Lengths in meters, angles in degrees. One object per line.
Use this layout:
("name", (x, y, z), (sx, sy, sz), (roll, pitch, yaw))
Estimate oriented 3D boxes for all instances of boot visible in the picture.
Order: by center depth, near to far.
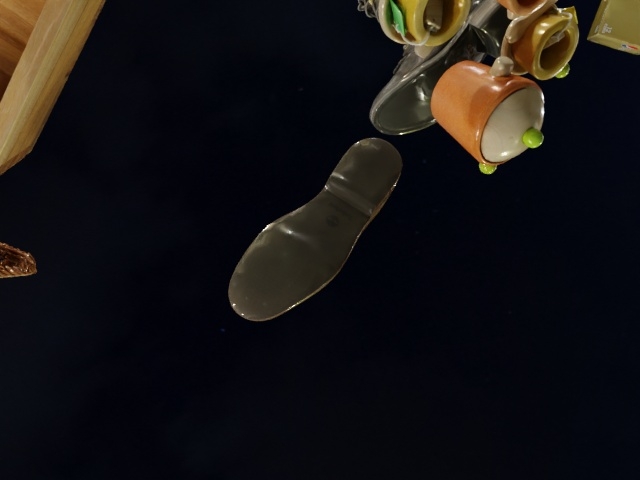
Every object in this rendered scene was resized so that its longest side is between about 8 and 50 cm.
("boot", (0.120, -0.278, 0.934), (0.263, 0.229, 0.091), (-42, -40, -1))
("boot", (0.000, 0.000, 0.966), (0.112, 0.115, 0.305), (41, -104, 12))

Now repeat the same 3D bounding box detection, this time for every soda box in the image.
("soda box", (0.326, -0.280, 0.685), (0.058, 0.061, 0.181), (20, -76, 7))

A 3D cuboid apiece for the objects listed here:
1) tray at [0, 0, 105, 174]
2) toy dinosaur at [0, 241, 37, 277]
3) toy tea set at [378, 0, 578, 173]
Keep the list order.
("tray", (-0.331, -0.232, 0.414), (0.411, 0.203, 0.076), (33, -154, -11))
("toy dinosaur", (-0.456, -0.021, 0.815), (0.218, 0.322, 0.164), (68, -158, -53))
("toy tea set", (0.175, -0.207, 0.656), (0.200, 0.124, 0.336), (-46, -38, 1))
